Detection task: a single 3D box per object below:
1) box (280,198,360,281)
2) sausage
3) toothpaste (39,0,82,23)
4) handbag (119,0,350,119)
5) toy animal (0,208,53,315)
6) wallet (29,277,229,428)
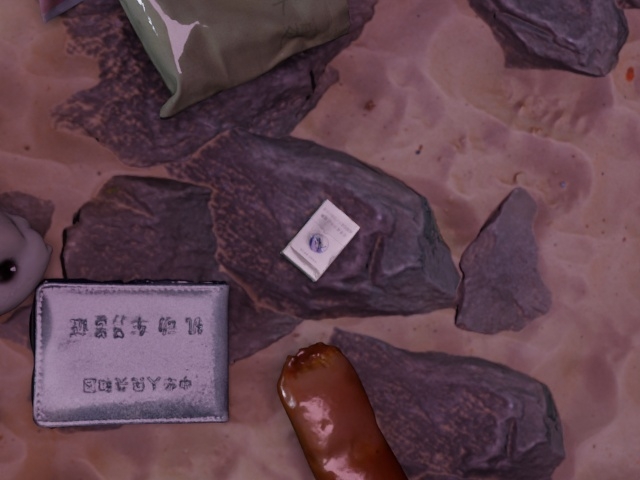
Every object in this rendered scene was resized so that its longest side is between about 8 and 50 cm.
[{"bbox_3d":[0.000,0.000,1.160,0.054,0.024,0.083,41,81,-8],"label":"box"},{"bbox_3d":[0.050,0.278,1.122,0.097,0.094,0.349,-27,90,-23],"label":"sausage"},{"bbox_3d":[-0.293,-0.332,1.056,0.042,0.195,0.067,18,44,26],"label":"toothpaste"},{"bbox_3d":[-0.131,-0.325,1.112,0.253,0.109,0.316,-26,91,-15],"label":"handbag"},{"bbox_3d":[-0.442,-0.058,1.005,0.258,0.193,0.357,-40,101,-46],"label":"toy animal"},{"bbox_3d":[-0.211,0.126,1.112,0.222,0.036,0.168,1,87,-10],"label":"wallet"}]
